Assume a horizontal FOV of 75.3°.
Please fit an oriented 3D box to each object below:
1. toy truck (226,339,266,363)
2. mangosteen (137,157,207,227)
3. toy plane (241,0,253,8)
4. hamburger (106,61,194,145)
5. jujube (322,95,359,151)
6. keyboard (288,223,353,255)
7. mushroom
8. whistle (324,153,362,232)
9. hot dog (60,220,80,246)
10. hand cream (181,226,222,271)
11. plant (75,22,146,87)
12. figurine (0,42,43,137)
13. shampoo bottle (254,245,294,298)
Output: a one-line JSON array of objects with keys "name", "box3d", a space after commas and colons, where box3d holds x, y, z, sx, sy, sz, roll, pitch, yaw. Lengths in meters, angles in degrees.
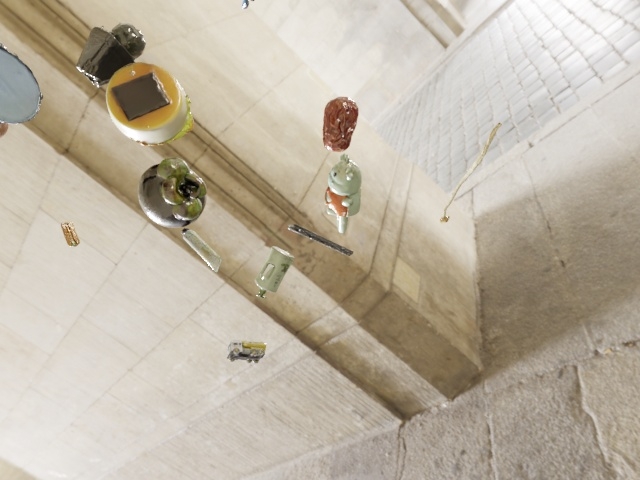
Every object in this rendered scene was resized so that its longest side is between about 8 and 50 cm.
[{"name": "toy truck", "box3d": [-0.230, 0.343, 1.296, 0.052, 0.123, 0.063, -59, 32, 33]}, {"name": "mangosteen", "box3d": [-0.476, -0.151, 1.347, 0.243, 0.243, 0.243, -45, 14, 15]}, {"name": "toy plane", "box3d": [-0.221, -0.895, 1.346, 0.169, 0.078, 0.246, 22, 97, 62]}, {"name": "hamburger", "box3d": [-0.608, -0.479, 1.475, 0.276, 0.294, 0.179, -32, 6, -12]}, {"name": "jujube", "box3d": [0.081, -0.496, 1.779, 0.155, 0.155, 0.230, -119, 35, -76]}, {"name": "keyboard", "box3d": [0.000, 0.001, 1.361, 0.072, 0.231, 0.023, 6, 73, 67]}, {"name": "mushroom", "box3d": [0.360, -0.158, 1.017, 0.026, 0.028, 0.286, -21, -39, -46]}, {"name": "whistle", "box3d": [0.063, -0.125, 1.131, 0.253, 0.106, 0.101, 91, -160, -45]}, {"name": "hot dog", "box3d": [-0.762, -0.018, 1.266, 0.037, 0.083, 0.021, -19, 2, -37]}, {"name": "hand cream", "box3d": [-0.408, 0.026, 1.420, 0.042, 0.194, 0.067, -18, -36, -54]}, {"name": "plant", "box3d": [-0.748, -0.672, 1.492, 0.256, 0.142, 0.164, -46, -30, -12]}, {"name": "figurine", "box3d": [-0.938, -0.392, 1.105, 0.388, 0.276, 0.248, -6, 36, 25]}, {"name": "shampoo bottle", "box3d": [-0.218, 0.152, 1.855, 0.234, 0.118, 0.087, -61, 22, 5]}]
